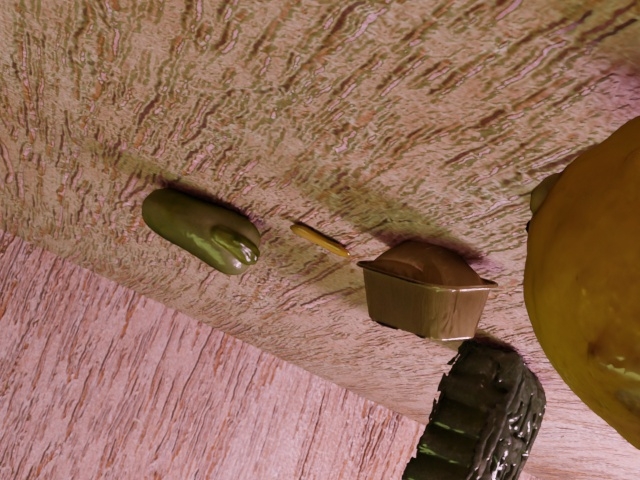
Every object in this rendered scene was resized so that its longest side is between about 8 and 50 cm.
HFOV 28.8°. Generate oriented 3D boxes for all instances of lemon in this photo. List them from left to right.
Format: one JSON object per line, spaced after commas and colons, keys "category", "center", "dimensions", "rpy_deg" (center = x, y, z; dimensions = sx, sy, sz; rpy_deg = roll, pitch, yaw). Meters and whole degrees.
{"category": "lemon", "center": [0.261, 0.036, 0.779], "dimensions": [0.288, 0.233, 0.233], "rpy_deg": [32, 171, 17]}

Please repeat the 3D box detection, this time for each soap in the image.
{"category": "soap", "center": [0.000, 0.000, 1.602], "dimensions": [0.089, 0.012, 0.034], "rpy_deg": [28, 167, -20]}

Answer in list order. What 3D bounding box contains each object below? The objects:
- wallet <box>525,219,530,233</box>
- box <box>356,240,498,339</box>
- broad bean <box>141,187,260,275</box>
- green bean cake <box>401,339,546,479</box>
{"category": "wallet", "center": [0.330, 0.045, 1.150], "dimensions": [0.285, 0.030, 0.146], "rpy_deg": [28, 164, -28]}
{"category": "box", "center": [0.119, 0.053, 1.434], "dimensions": [0.111, 0.111, 0.177], "rpy_deg": [32, 169, -34]}
{"category": "broad bean", "center": [-0.161, -0.012, 1.685], "dimensions": [0.175, 0.082, 0.124], "rpy_deg": [21, 170, 5]}
{"category": "green bean cake", "center": [0.232, 0.285, 1.852], "dimensions": [0.132, 0.241, 0.255], "rpy_deg": [20, 167, 23]}
